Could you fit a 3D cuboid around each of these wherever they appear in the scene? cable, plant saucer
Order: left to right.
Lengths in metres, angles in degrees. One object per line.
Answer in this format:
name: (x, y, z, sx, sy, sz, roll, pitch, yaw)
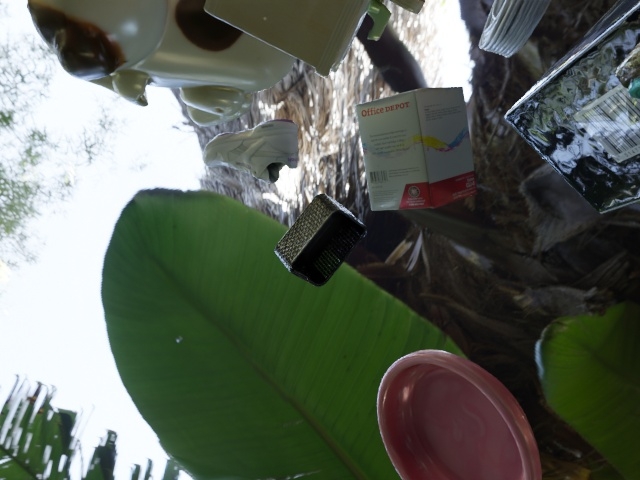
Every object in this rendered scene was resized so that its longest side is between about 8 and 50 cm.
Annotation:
plant saucer: (0.247, 0.347, 1.060, 0.084, 0.332, 0.332, -16, -113, -39)
cable: (0.450, -0.540, 1.334, 0.089, 0.257, 0.257, 23, -108, -1)

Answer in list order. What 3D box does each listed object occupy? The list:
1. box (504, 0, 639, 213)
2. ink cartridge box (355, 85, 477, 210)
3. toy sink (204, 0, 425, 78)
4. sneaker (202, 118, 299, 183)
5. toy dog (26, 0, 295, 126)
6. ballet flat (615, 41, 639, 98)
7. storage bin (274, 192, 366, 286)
box: (0.654, -0.344, 1.020, 0.472, 0.480, 0.297, -44, -91, -11)
ink cartridge box: (0.153, -0.146, 0.947, 0.127, 0.128, 0.176, -18, -77, -39)
toy sink: (-0.002, -0.299, 0.752, 0.234, 0.131, 0.153, 25, -151, -4)
sneaker: (-0.186, -0.210, 1.531, 0.305, 0.114, 0.152, -10, -92, 34)
toy dog: (-0.252, -0.331, 0.940, 0.395, 0.408, 0.284, 20, -76, 37)
ballet flat: (0.503, -0.240, 0.480, 0.164, 0.483, 0.182, -1, -89, -47)
storage bin: (0.000, 0.000, 1.351, 0.180, 0.122, 0.084, -51, -138, 9)
